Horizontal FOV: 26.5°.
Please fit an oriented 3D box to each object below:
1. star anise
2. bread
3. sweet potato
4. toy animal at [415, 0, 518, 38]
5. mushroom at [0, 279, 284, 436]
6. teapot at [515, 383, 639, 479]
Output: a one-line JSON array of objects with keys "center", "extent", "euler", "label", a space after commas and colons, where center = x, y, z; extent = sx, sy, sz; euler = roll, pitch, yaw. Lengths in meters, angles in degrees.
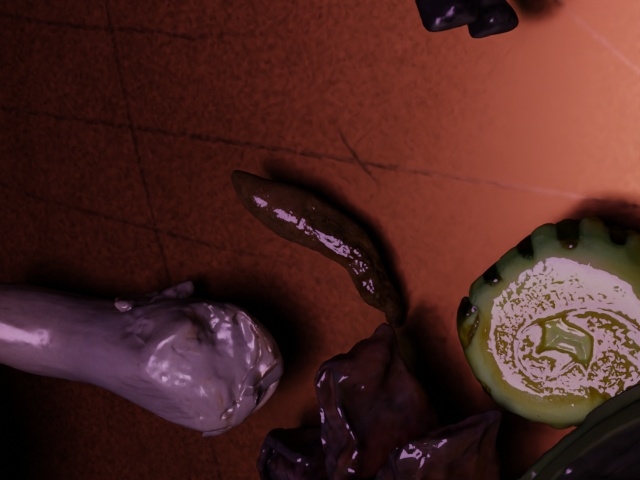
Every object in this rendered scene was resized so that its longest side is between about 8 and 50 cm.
[{"center": [0.033, 0.168, 0.879], "extent": [0.214, 0.099, 0.220], "euler": [16, 116, 44], "label": "star anise"}, {"center": [0.155, 0.052, 0.817], "extent": [0.139, 0.071, 0.130], "euler": [-33, 91, 24], "label": "bread"}, {"center": [0.003, -0.003, 0.909], "extent": [0.153, 0.038, 0.041], "euler": [40, 140, 5], "label": "sweet potato"}, {"center": [0.186, -0.235, 0.713], "extent": [0.343, 0.106, 0.168], "euler": [-33, 79, 25], "label": "toy animal"}, {"center": [-0.149, 0.077, 0.980], "extent": [0.278, 0.096, 0.099], "euler": [8, 105, 31], "label": "mushroom"}, {"center": [0.267, 0.233, 0.723], "extent": [0.337, 0.270, 0.200], "euler": [49, 163, -8], "label": "teapot"}]
